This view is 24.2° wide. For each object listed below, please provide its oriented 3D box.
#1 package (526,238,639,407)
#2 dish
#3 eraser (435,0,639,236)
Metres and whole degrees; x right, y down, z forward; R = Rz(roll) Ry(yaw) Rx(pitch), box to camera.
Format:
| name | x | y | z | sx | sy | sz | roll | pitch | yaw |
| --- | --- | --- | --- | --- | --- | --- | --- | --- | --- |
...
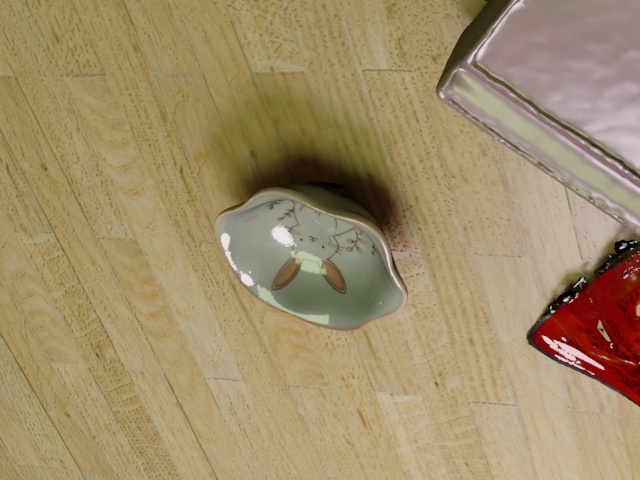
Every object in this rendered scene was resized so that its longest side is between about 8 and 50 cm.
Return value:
| name | x | y | z | sx | sy | sz | roll | pitch | yaw |
| --- | --- | --- | --- | --- | --- | --- | --- | --- | --- |
| package | 0.342 | 0.104 | 1.589 | 0.194 | 0.071 | 0.269 | 40 | 144 | 7 |
| dish | 0.000 | 0.000 | 1.656 | 0.229 | 0.081 | 0.229 | 16 | 142 | 13 |
| eraser | 0.316 | -0.134 | 1.312 | 0.359 | 0.122 | 0.272 | 33 | 140 | -7 |
